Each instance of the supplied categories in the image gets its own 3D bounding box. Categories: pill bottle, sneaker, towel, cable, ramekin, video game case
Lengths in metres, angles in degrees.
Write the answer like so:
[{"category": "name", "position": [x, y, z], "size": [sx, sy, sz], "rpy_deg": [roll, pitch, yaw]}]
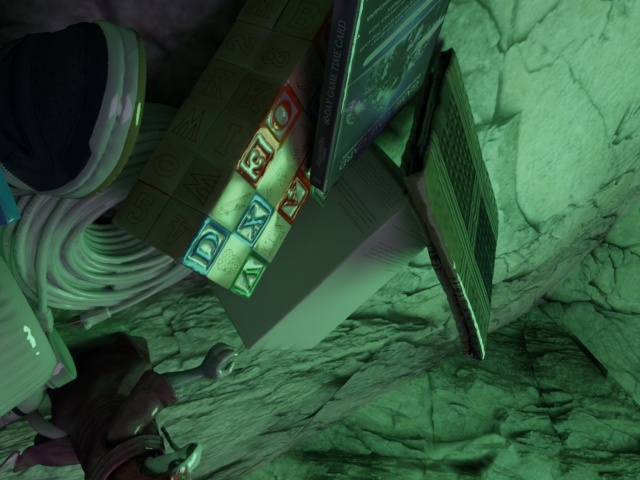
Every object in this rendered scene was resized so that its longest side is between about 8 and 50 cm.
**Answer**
[{"category": "pill bottle", "position": [-0.404, 0.177, 0.661], "size": [0.180, 0.108, 0.108], "rpy_deg": [-27, 152, -18]}, {"category": "sneaker", "position": [-0.236, -0.081, 0.338], "size": [0.282, 0.099, 0.153], "rpy_deg": [-4, 172, 43]}, {"category": "towel", "position": [0.179, -0.054, 0.731], "size": [0.056, 0.312, 0.324], "rpy_deg": [-6, 129, 28]}, {"category": "cable", "position": [-0.208, -0.029, 0.586], "size": [0.257, 0.089, 0.257], "rpy_deg": [-22, 149, -27]}, {"category": "ramekin", "position": [-0.329, 0.070, 0.486], "size": [0.109, 0.207, 0.207], "rpy_deg": [-31, 154, -31]}, {"category": "video game case", "position": [0.066, -0.186, 0.456], "size": [0.196, 0.026, 0.274], "rpy_deg": [-49, 166, -29]}]

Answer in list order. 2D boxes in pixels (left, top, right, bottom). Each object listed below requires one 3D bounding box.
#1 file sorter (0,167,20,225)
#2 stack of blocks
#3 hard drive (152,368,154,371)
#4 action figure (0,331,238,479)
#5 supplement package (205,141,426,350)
[{"category": "file sorter", "position": [-0.268, -0.036, 0.256], "size": [0.170, 0.104, 0.118], "rpy_deg": [-8, 111, 11]}, {"category": "stack of blocks", "position": [-0.046, -0.099, 0.530], "size": [0.297, 0.087, 0.171], "rpy_deg": [-61, 154, -9]}, {"category": "hard drive", "position": [-0.354, 0.259, 0.943], "size": [0.135, 0.022, 0.094], "rpy_deg": [-25, 151, -20]}, {"category": "action figure", "position": [-0.271, 0.240, 0.696], "size": [0.275, 0.370, 0.248], "rpy_deg": [6, 93, -33]}, {"category": "supplement package", "position": [0.000, 0.000, 0.773], "size": [0.293, 0.175, 0.177], "rpy_deg": [-43, 154, 14]}]
